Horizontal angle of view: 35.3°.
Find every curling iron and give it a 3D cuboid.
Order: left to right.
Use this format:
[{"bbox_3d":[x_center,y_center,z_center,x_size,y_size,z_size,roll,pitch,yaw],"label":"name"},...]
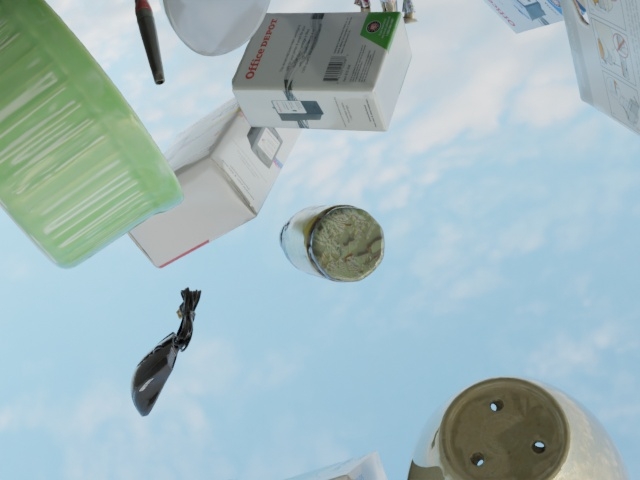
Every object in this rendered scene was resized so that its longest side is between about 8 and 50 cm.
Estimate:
[{"bbox_3d":[-0.297,-0.361,1.637,0.068,0.035,0.274,-32,-115,17],"label":"curling iron"}]

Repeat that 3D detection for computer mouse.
[{"bbox_3d":[-0.304,0.202,1.919,0.262,0.060,0.184,-57,-164,36],"label":"computer mouse"}]

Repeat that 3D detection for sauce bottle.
[{"bbox_3d":[0.000,0.000,1.515,0.111,0.111,0.344,-33,-170,-11],"label":"sauce bottle"}]

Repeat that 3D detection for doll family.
[{"bbox_3d":[0.136,-0.498,1.905,0.118,0.163,0.263,-8,-163,-13],"label":"doll family"}]

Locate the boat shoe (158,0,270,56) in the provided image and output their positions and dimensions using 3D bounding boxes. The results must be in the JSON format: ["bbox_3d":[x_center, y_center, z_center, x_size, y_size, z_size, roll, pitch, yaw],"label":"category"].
[{"bbox_3d":[-0.146,-0.370,1.037,0.136,0.367,0.156,-22,-129,-8],"label":"boat shoe"}]

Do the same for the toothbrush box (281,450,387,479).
[{"bbox_3d":[-0.049,0.435,1.535,0.296,0.126,0.216,-21,172,13],"label":"toothbrush box"}]

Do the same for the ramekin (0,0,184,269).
[{"bbox_3d":[-0.291,-0.114,1.027,0.148,0.303,0.303,-39,-144,-11],"label":"ramekin"}]

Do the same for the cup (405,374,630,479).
[{"bbox_3d":[0.264,0.315,1.390,0.331,0.237,0.331,-7,-127,10],"label":"cup"}]

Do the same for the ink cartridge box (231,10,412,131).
[{"bbox_3d":[0.003,-0.233,1.375,0.208,0.087,0.153,5,-124,22],"label":"ink cartridge box"}]

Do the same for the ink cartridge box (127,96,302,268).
[{"bbox_3d":[-0.184,-0.116,1.712,0.226,0.131,0.306,-29,-158,27],"label":"ink cartridge box"}]

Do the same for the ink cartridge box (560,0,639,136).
[{"bbox_3d":[0.256,-0.185,0.752,0.060,0.275,0.239,-25,-146,-4],"label":"ink cartridge box"}]

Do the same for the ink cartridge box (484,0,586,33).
[{"bbox_3d":[0.262,-0.341,1.248,0.082,0.140,0.191,-50,-167,-7],"label":"ink cartridge box"}]
